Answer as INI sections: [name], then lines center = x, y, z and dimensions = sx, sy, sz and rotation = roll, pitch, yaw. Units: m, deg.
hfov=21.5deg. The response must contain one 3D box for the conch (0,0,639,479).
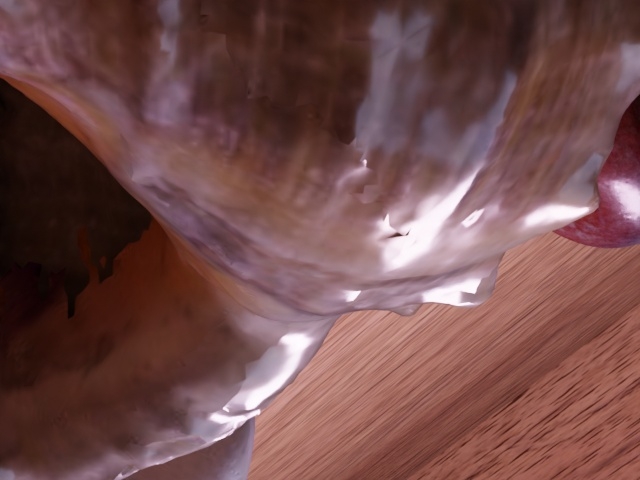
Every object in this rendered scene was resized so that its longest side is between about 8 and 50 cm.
[conch]
center = -0.096, -0.070, 0.418
dimensions = 0.352, 0.210, 0.297
rotation = 19, 123, -16

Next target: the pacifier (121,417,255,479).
[pacifier]
center = -0.106, 0.064, 0.746
dimensions = 0.227, 0.207, 0.279
rotation = -9, 126, -49

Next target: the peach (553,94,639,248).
[peach]
center = 0.223, -0.067, 1.270
dimensions = 0.152, 0.152, 0.152
rotation = -32, 167, -9
